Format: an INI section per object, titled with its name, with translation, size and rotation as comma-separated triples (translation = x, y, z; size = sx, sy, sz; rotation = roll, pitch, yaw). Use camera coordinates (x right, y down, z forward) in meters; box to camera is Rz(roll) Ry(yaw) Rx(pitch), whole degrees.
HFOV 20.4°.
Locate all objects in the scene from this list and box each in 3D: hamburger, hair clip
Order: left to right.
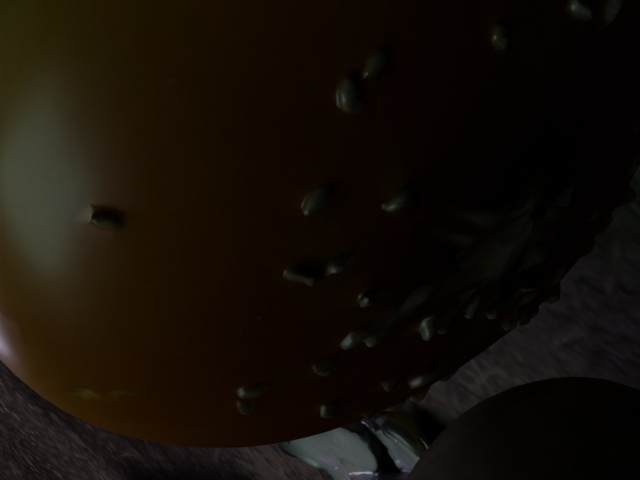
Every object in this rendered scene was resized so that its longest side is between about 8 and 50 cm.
[hamburger]
translation = -0.002, -0.055, 0.453
size = 0.170, 0.246, 0.246
rotation = 45, 161, 34
[hair clip]
translation = 0.046, 0.140, 0.957
size = 0.116, 0.049, 0.172
rotation = 56, 158, -14

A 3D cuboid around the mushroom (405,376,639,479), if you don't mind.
[mushroom]
translation = 0.125, 0.159, 0.670
size = 0.209, 0.206, 0.206
rotation = 17, 146, 30
